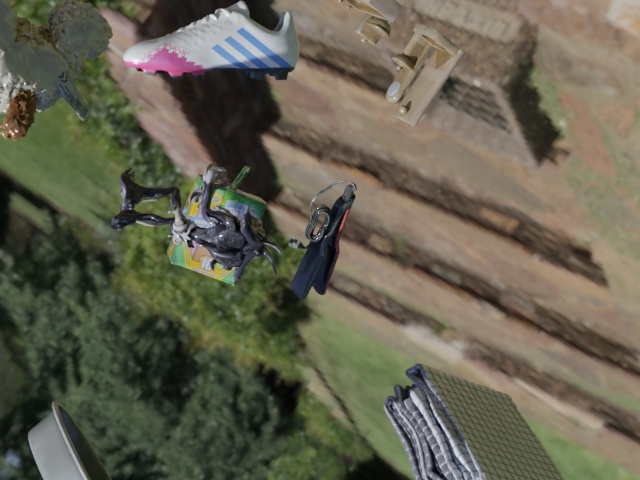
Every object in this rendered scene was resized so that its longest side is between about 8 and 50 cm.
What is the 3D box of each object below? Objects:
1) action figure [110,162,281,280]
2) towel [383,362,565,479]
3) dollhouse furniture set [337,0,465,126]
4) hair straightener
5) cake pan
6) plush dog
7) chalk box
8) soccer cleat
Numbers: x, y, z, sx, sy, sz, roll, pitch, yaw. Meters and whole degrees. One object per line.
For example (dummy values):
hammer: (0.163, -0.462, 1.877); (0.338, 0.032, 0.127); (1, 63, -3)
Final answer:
action figure: (-0.179, -0.038, 1.771); (0.276, 0.141, 0.164); (18, 139, 6)
towel: (0.240, 0.340, 1.776); (0.235, 0.121, 0.283); (22, -156, -36)
dollhouse furniture set: (0.079, -0.262, 1.568); (0.151, 0.123, 0.144); (32, -177, -32)
hair straightener: (0.000, 0.000, 1.740); (0.089, 0.230, 0.047); (-11, -131, -38)
cake pan: (-0.304, 0.353, 1.516); (0.293, 0.054, 0.293); (57, 169, 17)
plush dog: (-0.436, -0.230, 1.498); (0.225, 0.210, 0.262); (1, 174, 45)
chalk box: (-0.187, -0.044, 2.115); (0.132, 0.213, 0.132); (20, -177, -12)
soccer cleat: (-0.201, -0.374, 2.106); (0.331, 0.143, 0.116); (-2, -166, -19)
